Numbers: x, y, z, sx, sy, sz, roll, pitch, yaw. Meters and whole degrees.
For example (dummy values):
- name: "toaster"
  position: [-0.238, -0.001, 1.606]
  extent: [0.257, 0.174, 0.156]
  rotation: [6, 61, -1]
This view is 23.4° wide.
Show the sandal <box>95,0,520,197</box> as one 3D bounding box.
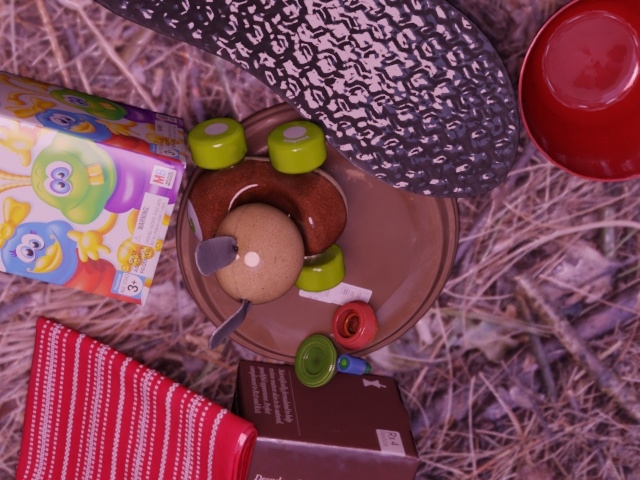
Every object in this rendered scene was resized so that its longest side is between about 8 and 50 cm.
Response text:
- name: "sandal"
  position: [-0.010, -0.198, 1.389]
  extent: [0.445, 0.107, 0.168]
  rotation: [31, 107, -3]

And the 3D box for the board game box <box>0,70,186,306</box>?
- name: "board game box"
  position: [-0.271, -0.062, 1.380]
  extent: [0.275, 0.144, 0.142]
  rotation: [14, 109, -12]

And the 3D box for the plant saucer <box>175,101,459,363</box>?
- name: "plant saucer"
  position: [0.000, 0.000, 1.489]
  extent: [0.277, 0.041, 0.278]
  rotation: [-2, 112, -6]

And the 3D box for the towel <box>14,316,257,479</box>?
- name: "towel"
  position: [-0.183, 0.209, 1.466]
  extent: [0.274, 0.031, 0.199]
  rotation: [23, 112, 30]

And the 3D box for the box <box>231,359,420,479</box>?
- name: "box"
  position: [-0.012, 0.250, 1.514]
  extent: [0.167, 0.168, 0.203]
  rotation: [8, 110, -8]

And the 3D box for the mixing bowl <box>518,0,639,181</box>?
- name: "mixing bowl"
  position: [0.261, -0.154, 1.422]
  extent: [0.181, 0.098, 0.182]
  rotation: [-2, 111, -5]

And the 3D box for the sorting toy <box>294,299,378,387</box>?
- name: "sorting toy"
  position: [0.025, 0.106, 1.489]
  extent: [0.102, 0.061, 0.042]
  rotation: [-47, 143, 20]

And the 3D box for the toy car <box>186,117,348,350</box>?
- name: "toy car"
  position: [-0.069, 0.006, 1.337]
  extent: [0.148, 0.188, 0.155]
  rotation: [4, 124, 21]
